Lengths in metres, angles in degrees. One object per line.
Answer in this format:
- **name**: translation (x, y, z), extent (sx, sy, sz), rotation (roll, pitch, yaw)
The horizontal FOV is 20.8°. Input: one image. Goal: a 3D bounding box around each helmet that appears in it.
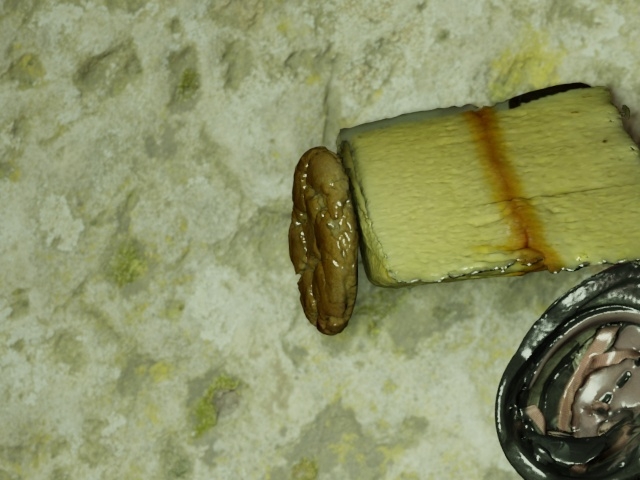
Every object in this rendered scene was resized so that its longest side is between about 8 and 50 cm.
- **helmet**: translation (0.304, 0.164, 1.865), extent (0.198, 0.154, 0.253), rotation (41, 83, 20)

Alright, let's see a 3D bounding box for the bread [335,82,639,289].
- **bread**: translation (0.186, -0.061, 1.868), extent (0.345, 0.405, 0.242), rotation (-10, 85, 4)

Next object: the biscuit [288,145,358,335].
- **biscuit**: translation (0.000, 0.000, 1.984), extent (0.042, 0.226, 0.226), rotation (-5, 74, -13)
